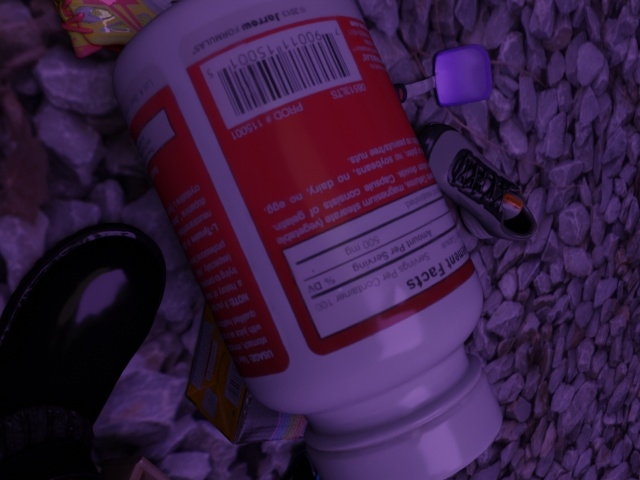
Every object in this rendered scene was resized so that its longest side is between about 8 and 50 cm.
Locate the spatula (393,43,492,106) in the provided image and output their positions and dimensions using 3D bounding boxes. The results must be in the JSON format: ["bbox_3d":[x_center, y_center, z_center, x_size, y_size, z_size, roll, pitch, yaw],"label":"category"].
[{"bbox_3d":[0.126,-0.208,0.780,0.296,0.030,0.084,-22,113,-30],"label":"spatula"}]

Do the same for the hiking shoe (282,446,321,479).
[{"bbox_3d":[0.036,0.322,0.801,0.304,0.113,0.132,-49,126,-16],"label":"hiking shoe"}]

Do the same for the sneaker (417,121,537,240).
[{"bbox_3d":[0.235,-0.085,0.845,0.271,0.108,0.100,35,83,-36],"label":"sneaker"}]

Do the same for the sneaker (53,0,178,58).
[{"bbox_3d":[-0.206,-0.213,0.503,0.208,0.081,0.094,33,84,-38],"label":"sneaker"}]

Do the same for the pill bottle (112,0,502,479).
[{"bbox_3d":[0.000,0.000,0.509,0.229,0.229,0.407,-24,90,-29],"label":"pill bottle"}]

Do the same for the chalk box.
[{"bbox_3d":[-0.032,0.154,0.698,0.213,0.132,0.132,11,95,-39],"label":"chalk box"}]

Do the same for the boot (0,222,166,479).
[{"bbox_3d":[-0.214,0.159,0.480,0.131,0.260,0.348,39,79,-37],"label":"boot"}]

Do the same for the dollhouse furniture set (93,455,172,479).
[{"bbox_3d":[-0.230,0.329,0.589,0.123,0.144,0.151,57,32,-32],"label":"dollhouse furniture set"}]

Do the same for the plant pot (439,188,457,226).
[{"bbox_3d":[0.078,-0.026,0.719,0.165,0.167,0.167,12,95,-45],"label":"plant pot"}]
